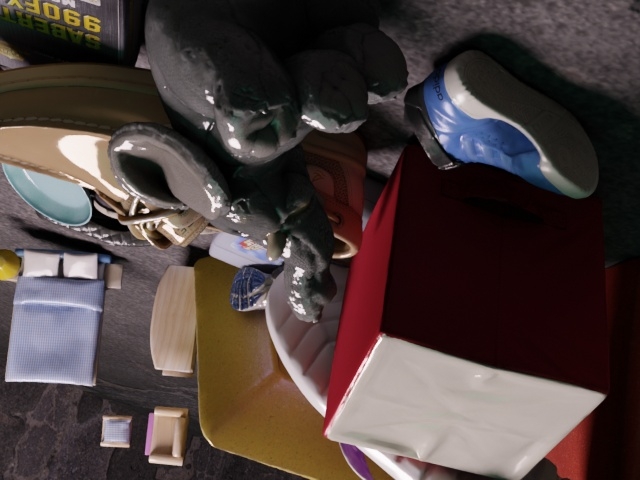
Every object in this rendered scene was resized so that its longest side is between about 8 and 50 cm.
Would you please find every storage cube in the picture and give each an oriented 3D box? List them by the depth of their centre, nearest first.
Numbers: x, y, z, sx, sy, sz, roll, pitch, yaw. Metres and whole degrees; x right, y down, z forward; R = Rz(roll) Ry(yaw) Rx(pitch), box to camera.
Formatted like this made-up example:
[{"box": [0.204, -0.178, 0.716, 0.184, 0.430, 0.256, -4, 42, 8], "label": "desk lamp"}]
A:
[{"box": [0.121, 0.069, 0.822, 0.184, 0.193, 0.215, 15, 141, -6], "label": "storage cube"}]

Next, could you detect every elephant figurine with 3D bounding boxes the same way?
[{"box": [-0.057, -0.066, 0.654, 0.169, 0.186, 0.239, -5, 151, -25], "label": "elephant figurine"}]

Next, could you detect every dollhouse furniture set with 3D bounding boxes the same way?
[{"box": [-0.323, 0.150, 1.311, 0.303, 0.286, 0.198, 6, 169, -4], "label": "dollhouse furniture set"}]

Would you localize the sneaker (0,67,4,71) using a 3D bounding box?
[{"box": [-0.360, -0.149, 0.781, 0.163, 0.106, 0.281, -1, -175, 16], "label": "sneaker"}]

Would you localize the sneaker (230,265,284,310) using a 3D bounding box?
[{"box": [-0.050, 0.061, 1.085, 0.058, 0.052, 0.135, 23, 163, -39], "label": "sneaker"}]

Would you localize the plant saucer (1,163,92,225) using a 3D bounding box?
[{"box": [-0.305, -0.067, 1.090, 0.119, 0.021, 0.119, 20, 143, 16], "label": "plant saucer"}]

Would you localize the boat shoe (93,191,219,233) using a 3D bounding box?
[{"box": [-0.172, -0.054, 1.031, 0.206, 0.065, 0.075, 13, -160, 42], "label": "boat shoe"}]

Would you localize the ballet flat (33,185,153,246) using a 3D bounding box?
[{"box": [-0.260, -0.031, 1.151, 0.173, 0.057, 0.049, 14, 129, -4], "label": "ballet flat"}]

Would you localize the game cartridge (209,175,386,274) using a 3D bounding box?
[{"box": [0.000, 0.000, 1.029, 0.198, 0.062, 0.297, 20, 161, -23], "label": "game cartridge"}]

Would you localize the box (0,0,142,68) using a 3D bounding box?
[{"box": [-0.243, -0.192, 0.682, 0.231, 0.056, 0.183, 19, 161, -6], "label": "box"}]

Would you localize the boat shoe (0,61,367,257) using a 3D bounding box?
[{"box": [-0.110, -0.054, 0.758, 0.341, 0.110, 0.122, 8, 161, -25], "label": "boat shoe"}]

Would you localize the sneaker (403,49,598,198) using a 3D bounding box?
[{"box": [0.128, -0.073, 0.704, 0.152, 0.058, 0.084, 31, 151, -25], "label": "sneaker"}]

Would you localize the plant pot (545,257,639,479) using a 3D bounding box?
[{"box": [0.354, 0.195, 1.005, 0.267, 0.235, 0.267, 20, 160, -10], "label": "plant pot"}]

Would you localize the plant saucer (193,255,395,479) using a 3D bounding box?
[{"box": [0.014, 0.150, 1.167, 0.333, 0.333, 0.081, 25, 117, -23], "label": "plant saucer"}]

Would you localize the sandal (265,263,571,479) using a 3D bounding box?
[{"box": [0.084, 0.190, 0.924, 0.416, 0.169, 0.102, 46, 130, 21], "label": "sandal"}]
